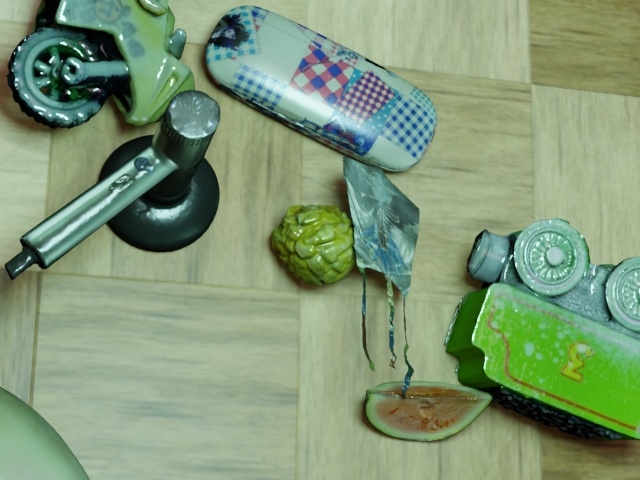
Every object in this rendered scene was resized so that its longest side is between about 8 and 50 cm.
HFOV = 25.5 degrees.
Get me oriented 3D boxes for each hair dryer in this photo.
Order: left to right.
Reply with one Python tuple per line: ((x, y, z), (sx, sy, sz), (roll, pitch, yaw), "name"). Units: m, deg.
((-0.253, -0.063, 1.678), (0.284, 0.320, 0.155), (-24, 82, -10), "hair dryer")

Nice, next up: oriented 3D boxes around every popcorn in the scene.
((0.000, 0.000, 1.813), (0.106, 0.120, 0.116), (-27, 76, -19), "popcorn")

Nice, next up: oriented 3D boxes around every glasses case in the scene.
((0.002, -0.202, 1.895), (0.327, 0.076, 0.125), (27, 71, -6), "glasses case")

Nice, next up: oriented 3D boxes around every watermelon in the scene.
((0.127, 0.205, 1.820), (0.163, 0.087, 0.069), (4, 43, -12), "watermelon")

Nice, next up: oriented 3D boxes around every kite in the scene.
((0.074, 0.038, 1.795), (0.169, 0.015, 0.310), (38, 43, -40), "kite")

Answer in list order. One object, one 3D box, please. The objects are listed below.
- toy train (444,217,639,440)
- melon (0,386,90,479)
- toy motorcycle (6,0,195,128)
((0.315, 0.116, 1.848), (0.307, 0.173, 0.248), (23, 79, -8), "toy train")
((-0.378, 0.287, 1.573), (0.223, 0.223, 0.317), (-41, 85, -22), "melon")
((-0.245, -0.318, 1.802), (0.237, 0.169, 0.410), (20, 73, -27), "toy motorcycle")
